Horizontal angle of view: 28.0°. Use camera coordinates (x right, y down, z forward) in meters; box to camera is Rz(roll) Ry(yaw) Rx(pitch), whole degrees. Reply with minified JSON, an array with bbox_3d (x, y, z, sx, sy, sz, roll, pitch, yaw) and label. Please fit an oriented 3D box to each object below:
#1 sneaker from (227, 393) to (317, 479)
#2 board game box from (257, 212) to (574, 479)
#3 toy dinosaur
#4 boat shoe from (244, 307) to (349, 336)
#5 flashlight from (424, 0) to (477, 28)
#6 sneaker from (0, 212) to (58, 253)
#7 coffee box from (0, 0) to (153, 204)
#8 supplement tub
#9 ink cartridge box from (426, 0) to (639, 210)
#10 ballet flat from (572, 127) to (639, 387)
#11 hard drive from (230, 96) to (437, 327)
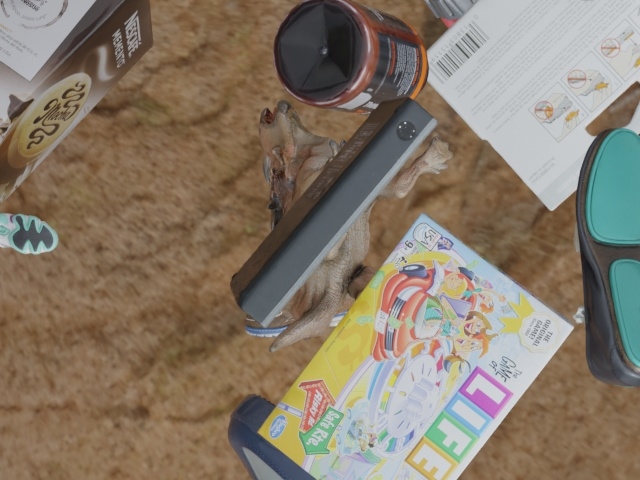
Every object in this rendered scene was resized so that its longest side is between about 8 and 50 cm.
[{"bbox_3d":[0.003,0.267,0.955,0.131,0.112,0.319,-34,77,-13],"label":"sneaker"},{"bbox_3d":[0.052,0.076,0.710,0.103,0.026,0.154,37,97,7],"label":"board game box"},{"bbox_3d":[0.000,0.000,1.171,0.127,0.200,0.296,26,57,-23],"label":"toy dinosaur"},{"bbox_3d":[-0.022,0.084,1.731,0.183,0.066,0.066,-11,102,18],"label":"boat shoe"},{"bbox_3d":[0.274,-0.312,2.009,0.103,0.103,0.304,-37,127,13],"label":"flashlight"},{"bbox_3d":[-0.296,-0.009,1.262,0.098,0.069,0.038,13,89,8],"label":"sneaker"},{"bbox_3d":[-0.311,-0.164,1.301,0.119,0.168,0.297,39,76,7],"label":"coffee box"},{"bbox_3d":[0.041,-0.175,1.254,0.198,0.106,0.106,-2,109,-64],"label":"supplement tub"},{"bbox_3d":[0.286,-0.212,1.475,0.275,0.060,0.239,-44,85,21],"label":"ink cartridge box"},{"bbox_3d":[0.219,0.015,0.970,0.074,0.074,0.203,9,65,-22],"label":"ballet flat"},{"bbox_3d":[0.003,-0.017,0.679,0.022,0.094,0.135,41,89,-8],"label":"hard drive"}]
